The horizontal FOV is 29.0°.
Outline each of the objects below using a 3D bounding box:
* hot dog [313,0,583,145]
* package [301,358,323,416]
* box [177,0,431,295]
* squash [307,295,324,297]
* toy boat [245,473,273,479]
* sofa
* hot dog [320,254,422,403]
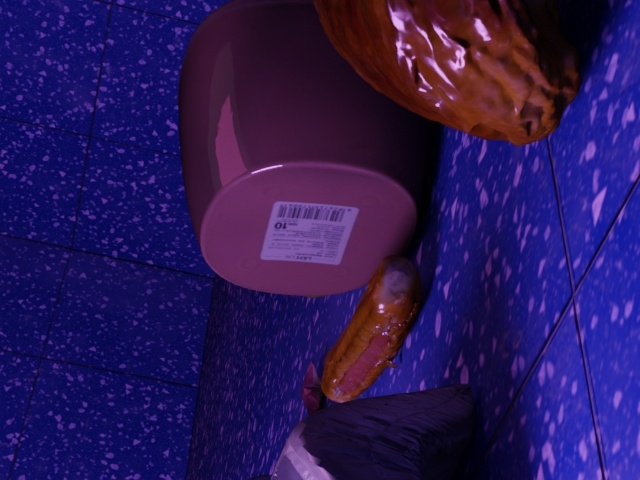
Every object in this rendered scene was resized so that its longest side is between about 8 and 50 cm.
[{"bbox_3d":[0.092,-0.205,0.906,0.387,0.174,0.267,-121,30,-75],"label":"hot dog"},{"bbox_3d":[-0.010,0.208,1.655,0.059,0.029,0.083,106,163,-46],"label":"package"},{"bbox_3d":[-0.015,-0.092,1.316,0.301,0.301,0.216,112,160,-50],"label":"box"},{"bbox_3d":[0.000,0.000,1.589,0.186,0.123,0.123,104,173,-49],"label":"squash"},{"bbox_3d":[-0.026,0.375,1.342,0.330,0.123,0.215,-155,69,-70],"label":"toy boat"},{"bbox_3d":[0.068,0.249,0.890,0.225,0.176,0.210,43,125,47],"label":"sofa"},{"bbox_3d":[0.051,0.098,1.277,0.286,0.061,0.088,118,166,-66],"label":"hot dog"}]
